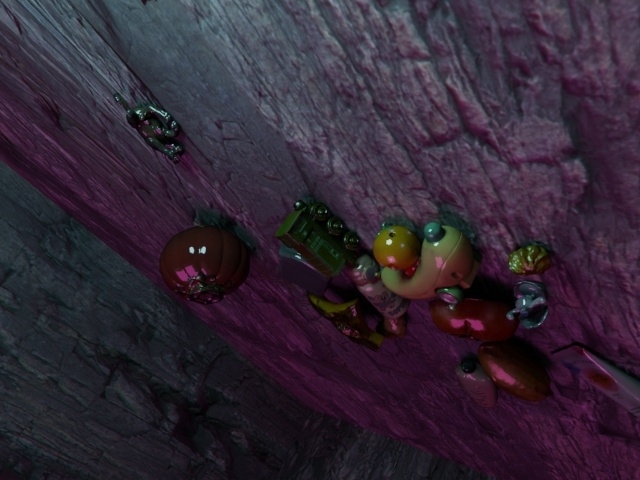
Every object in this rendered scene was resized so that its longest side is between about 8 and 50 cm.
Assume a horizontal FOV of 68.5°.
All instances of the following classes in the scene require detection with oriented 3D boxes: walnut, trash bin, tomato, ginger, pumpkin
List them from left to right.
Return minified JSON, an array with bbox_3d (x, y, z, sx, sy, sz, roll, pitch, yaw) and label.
[{"bbox_3d":[-0.035,0.071,1.414,0.177,0.101,0.236,26,155,7],"label":"trash bin"},{"bbox_3d":[0.100,0.270,1.557,0.258,0.095,0.290,17,155,52],"label":"pumpkin"},{"bbox_3d":[0.231,0.272,1.516,0.095,0.068,0.190,31,154,2],"label":"ginger"},{"bbox_3d":[0.373,0.201,1.159,0.225,0.084,0.225,7,166,2],"label":"tomato"},{"bbox_3d":[0.534,0.358,1.287,0.245,0.137,0.137,41,153,-2],"label":"walnut"}]

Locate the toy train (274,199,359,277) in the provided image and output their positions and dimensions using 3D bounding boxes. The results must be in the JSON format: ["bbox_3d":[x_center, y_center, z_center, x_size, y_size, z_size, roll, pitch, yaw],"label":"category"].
[{"bbox_3d":[0.000,0.000,1.211,0.225,0.137,0.090,42,151,-20],"label":"toy train"}]

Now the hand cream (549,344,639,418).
[{"bbox_3d":[0.752,0.373,1.169,0.341,0.077,0.124,32,155,8],"label":"hand cream"}]

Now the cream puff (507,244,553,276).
[{"bbox_3d":[0.421,0.045,0.945,0.083,0.058,0.083,3,144,40],"label":"cream puff"}]

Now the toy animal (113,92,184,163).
[{"bbox_3d":[-0.447,-0.288,1.235,0.148,0.084,0.232,2,145,46],"label":"toy animal"}]

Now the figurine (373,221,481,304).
[{"bbox_3d":[0.221,0.049,1.090,0.222,0.124,0.324,36,157,-9],"label":"figurine"}]

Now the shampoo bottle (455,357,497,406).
[{"bbox_3d":[0.515,0.464,1.545,0.127,0.078,0.256,12,151,42],"label":"shampoo bottle"}]

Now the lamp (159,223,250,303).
[{"bbox_3d":[-0.392,0.081,1.605,0.304,0.256,0.303,-7,151,-4],"label":"lamp"}]

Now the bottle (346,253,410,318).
[{"bbox_3d":[0.159,0.124,1.299,0.209,0.097,0.110,46,169,-28],"label":"bottle"}]

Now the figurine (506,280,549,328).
[{"bbox_3d":[0.465,0.145,1.041,0.082,0.086,0.094,37,153,-8],"label":"figurine"}]
